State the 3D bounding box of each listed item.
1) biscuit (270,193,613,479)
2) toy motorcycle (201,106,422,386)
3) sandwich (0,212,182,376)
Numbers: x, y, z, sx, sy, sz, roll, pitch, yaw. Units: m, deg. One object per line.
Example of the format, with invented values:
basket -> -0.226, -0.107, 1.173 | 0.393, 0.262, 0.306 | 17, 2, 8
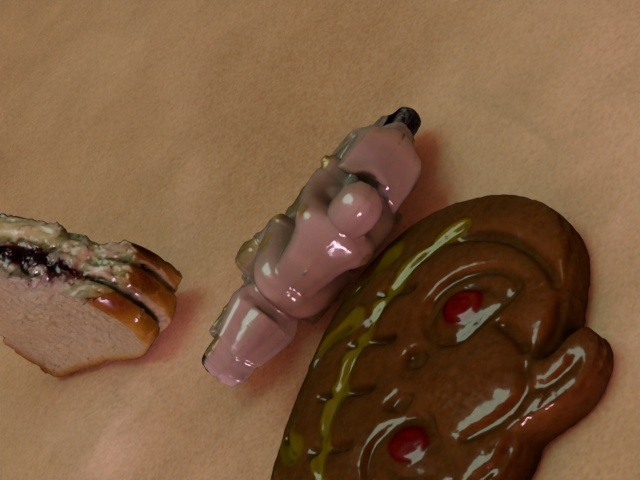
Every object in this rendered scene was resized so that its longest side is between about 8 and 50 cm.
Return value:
biscuit -> 0.100, 0.124, 1.620 | 0.350, 0.070, 0.394 | -17, 44, 43
toy motorcycle -> 0.000, 0.000, 1.816 | 0.341, 0.108, 0.223 | -52, 7, -5
sandwich -> -0.318, 0.039, 2.045 | 0.254, 0.288, 0.100 | -19, 46, 49
